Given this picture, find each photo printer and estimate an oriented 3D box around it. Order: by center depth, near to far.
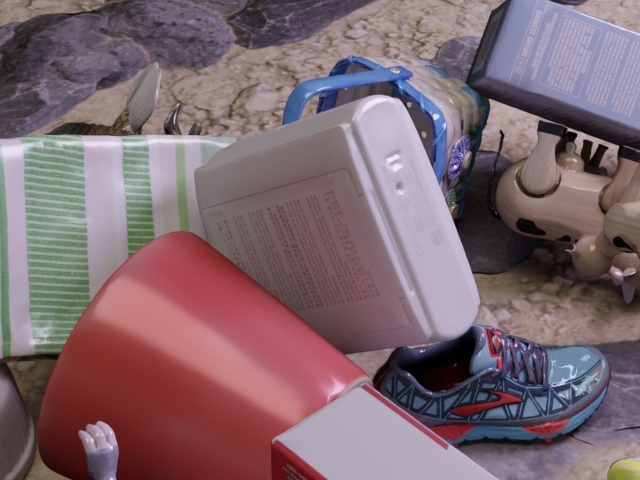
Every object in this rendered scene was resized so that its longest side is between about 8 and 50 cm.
[{"bbox_3d":[0.000,0.000,1.514,0.107,0.256,0.307,-28,9,-39],"label":"photo printer"}]

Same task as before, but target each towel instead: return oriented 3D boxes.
[{"bbox_3d":[-0.216,0.006,1.560,0.324,0.248,0.038,-2,-5,-37],"label":"towel"}]

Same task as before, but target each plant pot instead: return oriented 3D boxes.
[{"bbox_3d":[-0.098,0.162,1.411,0.243,0.275,0.275,27,47,18],"label":"plant pot"}]

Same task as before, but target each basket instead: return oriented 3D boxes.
[{"bbox_3d":[0.057,-0.096,1.708,0.289,0.255,0.201,-18,43,-36],"label":"basket"}]

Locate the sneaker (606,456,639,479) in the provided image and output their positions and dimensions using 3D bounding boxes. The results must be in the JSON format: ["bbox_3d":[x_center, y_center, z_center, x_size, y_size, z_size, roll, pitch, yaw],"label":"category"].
[{"bbox_3d":[0.318,0.290,1.361,0.094,0.081,0.208,-16,42,-13],"label":"sneaker"}]

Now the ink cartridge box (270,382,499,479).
[{"bbox_3d":[0.061,0.291,1.221,0.114,0.273,0.197,-28,46,-33],"label":"ink cartridge box"}]

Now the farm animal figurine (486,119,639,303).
[{"bbox_3d":[0.337,-0.022,1.644,0.326,0.172,0.330,21,7,26],"label":"farm animal figurine"}]

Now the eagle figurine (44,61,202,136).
[{"bbox_3d":[-0.277,-0.058,1.731,0.298,0.226,0.225,-16,61,-24],"label":"eagle figurine"}]

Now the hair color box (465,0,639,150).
[{"bbox_3d":[0.375,-0.175,1.723,0.374,0.114,0.185,20,1,-3],"label":"hair color box"}]

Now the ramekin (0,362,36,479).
[{"bbox_3d":[-0.406,0.187,1.494,0.207,0.109,0.207,-1,39,1],"label":"ramekin"}]

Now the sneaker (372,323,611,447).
[{"bbox_3d":[0.184,0.145,1.507,0.261,0.125,0.104,-10,43,-9],"label":"sneaker"}]

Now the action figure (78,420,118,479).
[{"bbox_3d":[-0.177,0.341,1.189,0.370,0.248,0.276,-27,46,-23],"label":"action figure"}]
